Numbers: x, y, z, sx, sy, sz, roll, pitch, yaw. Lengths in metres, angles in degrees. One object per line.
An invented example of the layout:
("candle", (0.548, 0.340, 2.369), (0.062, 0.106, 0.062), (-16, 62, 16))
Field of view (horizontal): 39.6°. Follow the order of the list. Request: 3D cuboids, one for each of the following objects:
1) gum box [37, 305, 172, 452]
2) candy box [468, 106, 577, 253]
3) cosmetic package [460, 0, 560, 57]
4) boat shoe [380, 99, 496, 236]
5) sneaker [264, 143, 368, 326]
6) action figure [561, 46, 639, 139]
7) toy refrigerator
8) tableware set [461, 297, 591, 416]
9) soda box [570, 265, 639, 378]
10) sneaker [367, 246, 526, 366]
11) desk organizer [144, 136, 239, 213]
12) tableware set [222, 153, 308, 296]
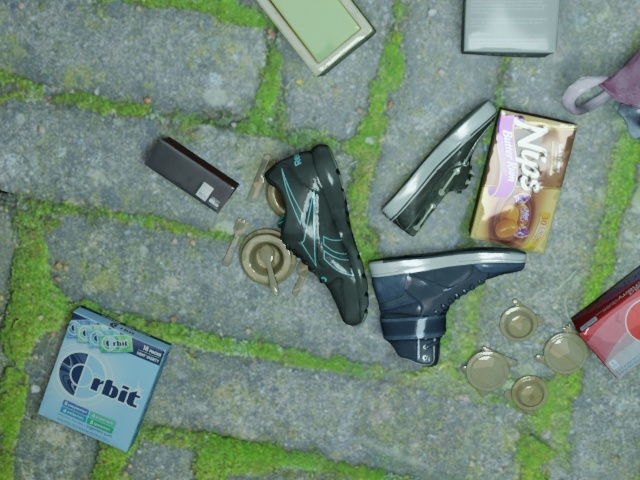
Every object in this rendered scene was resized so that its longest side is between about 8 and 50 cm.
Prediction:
("gum box", (-0.338, 0.217, 1.393), (0.157, 0.041, 0.184), (23, 102, 2))
("candy box", (0.284, -0.085, 1.255), (0.109, 0.053, 0.186), (13, 104, 4))
("cosmetic package", (0.253, -0.367, 1.179), (0.127, 0.107, 0.238), (4, 99, 6))
("boat shoe", (0.181, -0.100, 1.256), (0.070, 0.078, 0.219), (40, 111, -1))
("sneaker", (0.000, 0.000, 1.272), (0.106, 0.101, 0.267), (-16, 100, 0))
("action figure", (0.522, -0.295, 1.144), (0.276, 0.248, 0.370), (24, 106, 29))
("toy refrigerator", (-0.046, -0.362, 1.217), (0.102, 0.094, 0.269), (-37, 94, 12))
("tableware set", (0.305, 0.178, 1.321), (0.141, 0.020, 0.168), (35, 102, -3))
("soda box", (0.487, 0.073, 1.246), (0.263, 0.083, 0.092), (-41, 94, 13))
("sneaker", (0.190, 0.094, 1.276), (0.226, 0.086, 0.163), (-8, 89, 18))
("desk organizer", (-0.187, -0.098, 1.308), (0.130, 0.050, 0.047), (34, 103, -1))
("tableware set", (-0.061, -0.021, 1.314), (0.128, 0.039, 0.194), (23, 103, 2))
